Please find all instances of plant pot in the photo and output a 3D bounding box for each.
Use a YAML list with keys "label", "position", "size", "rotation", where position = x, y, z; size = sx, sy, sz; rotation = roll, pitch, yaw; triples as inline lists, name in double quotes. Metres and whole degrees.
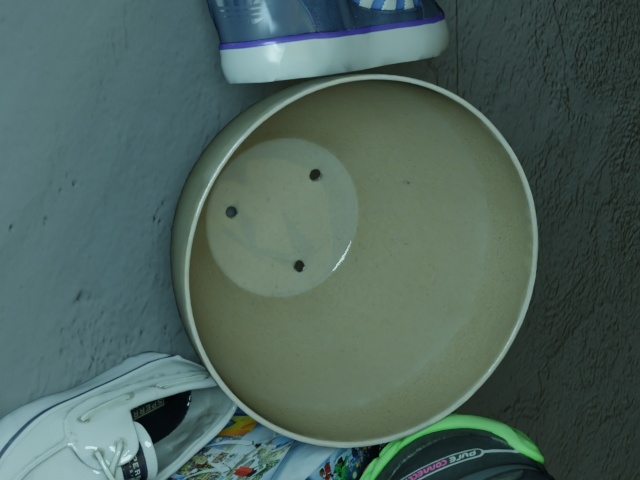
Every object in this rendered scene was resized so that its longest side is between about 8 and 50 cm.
- label: "plant pot"
  position: [0.000, 0.000, 1.494]
  size: [0.284, 0.191, 0.284]
  rotation: [-5, 103, -22]

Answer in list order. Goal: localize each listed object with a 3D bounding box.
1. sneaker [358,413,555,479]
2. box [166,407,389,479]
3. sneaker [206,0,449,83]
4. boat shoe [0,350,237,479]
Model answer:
- label: "sneaker"
  position: [0.054, 0.362, 1.410]
  size: [0.185, 0.202, 0.482]
  rotation: [19, 86, -22]
- label: "box"
  position: [-0.058, 0.180, 1.503]
  size: [0.233, 0.159, 0.044]
  rotation: [-39, 125, -46]
- label: "sneaker"
  position: [0.004, -0.256, 1.544]
  size: [0.323, 0.130, 0.236]
  rotation: [-21, 106, -61]
- label: "boat shoe"
  position: [-0.160, 0.161, 1.411]
  size: [0.267, 0.088, 0.096]
  rotation: [-26, 117, -52]
